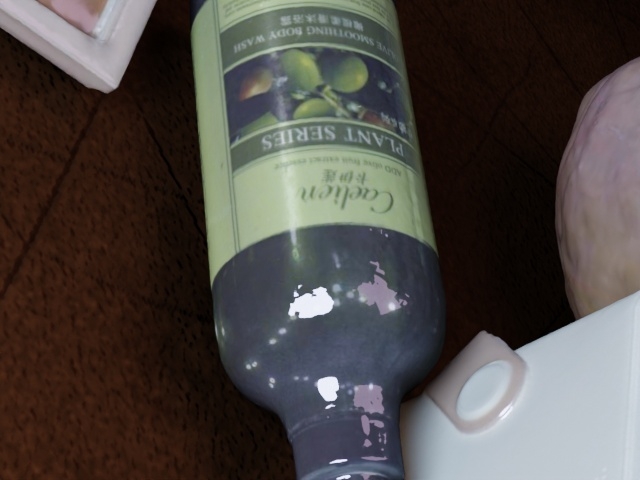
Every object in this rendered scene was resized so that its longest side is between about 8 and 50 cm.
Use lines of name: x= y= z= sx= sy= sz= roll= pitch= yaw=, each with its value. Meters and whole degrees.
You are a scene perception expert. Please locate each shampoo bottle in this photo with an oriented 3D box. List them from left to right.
shampoo bottle: x=0.000 y=0.000 z=0.709 sx=0.101 sy=0.101 sz=0.283 roll=24 pitch=48 yaw=-40

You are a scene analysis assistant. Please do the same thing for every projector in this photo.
projector: x=0.113 y=0.146 z=0.676 sx=0.163 sy=0.177 sz=0.242 roll=44 pitch=36 yaw=-23

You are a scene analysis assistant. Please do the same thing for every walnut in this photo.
walnut: x=0.254 y=-0.003 z=0.926 sx=0.248 sy=0.248 sz=0.248 roll=31 pitch=43 yaw=-34

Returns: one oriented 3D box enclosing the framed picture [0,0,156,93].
framed picture: x=-0.128 y=-0.234 z=0.722 sx=0.211 sy=0.020 sz=0.289 roll=35 pitch=55 yaw=-25
